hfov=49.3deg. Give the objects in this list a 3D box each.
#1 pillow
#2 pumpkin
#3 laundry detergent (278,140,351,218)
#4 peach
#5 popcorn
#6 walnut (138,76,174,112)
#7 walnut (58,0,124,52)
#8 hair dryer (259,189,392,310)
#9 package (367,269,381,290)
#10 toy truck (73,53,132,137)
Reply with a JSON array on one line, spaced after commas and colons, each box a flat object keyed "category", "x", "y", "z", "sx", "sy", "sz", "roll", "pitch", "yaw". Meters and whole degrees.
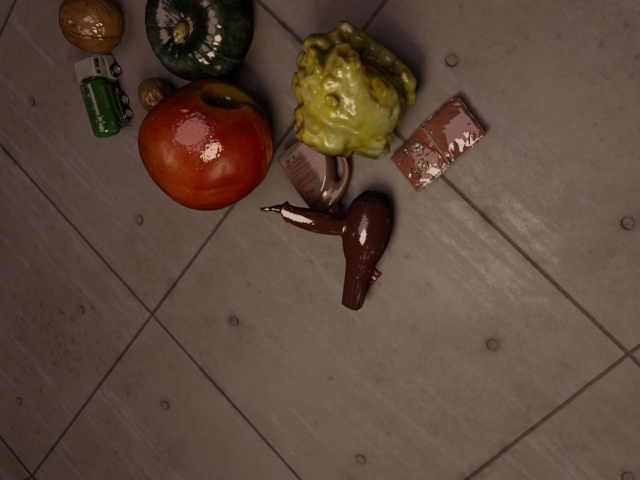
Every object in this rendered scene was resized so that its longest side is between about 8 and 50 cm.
[{"category": "pillow", "x": 0.284, "y": -0.232, "z": 1.700, "sx": 0.232, "sy": 0.043, "sz": 0.126, "roll": -43, "pitch": 81, "yaw": 27}, {"category": "pumpkin", "x": -0.325, "y": -0.564, "z": 1.830, "sx": 0.300, "sy": 0.207, "sz": 0.300, "roll": 8, "pitch": 107, "yaw": 25}, {"category": "laundry detergent", "x": 0.012, "y": -0.166, "z": 1.834, "sx": 0.171, "sy": 0.076, "sz": 0.237, "roll": -36, "pitch": 87, "yaw": 28}, {"category": "peach", "x": -0.303, "y": -0.247, "z": 1.852, "sx": 0.372, "sy": 0.373, "sz": 0.289, "roll": -47, "pitch": 50, "yaw": 28}, {"category": "popcorn", "x": 0.063, "y": -0.350, "z": 1.655, "sx": 0.312, "sy": 0.312, "sz": 0.312, "roll": 7, "pitch": 105, "yaw": 25}, {"category": "walnut", "x": -0.467, "y": -0.410, "z": 2.006, "sx": 0.105, "sy": 0.105, "sz": 0.124, "roll": -24, "pitch": 102, "yaw": 29}, {"category": "walnut", "x": -0.659, "y": -0.629, "z": 2.013, "sx": 0.207, "sy": 0.167, "sz": 0.167, "roll": 27, "pitch": 113, "yaw": 21}, {"category": "hair dryer", "x": 0.000, "y": 0.000, "z": 1.788, "sx": 0.341, "sy": 0.123, "sz": 0.312, "roll": 14, "pitch": 105, "yaw": -7}, {"category": "package", "x": 0.119, "y": 0.104, "z": 1.874, "sx": 0.059, "sy": 0.029, "sz": 0.083, "roll": 41, "pitch": 108, "yaw": 8}, {"category": "toy truck", "x": -0.651, "y": -0.428, "z": 2.077, "sx": 0.101, "sy": 0.125, "sz": 0.242, "roll": -11, "pitch": 96, "yaw": 29}]
